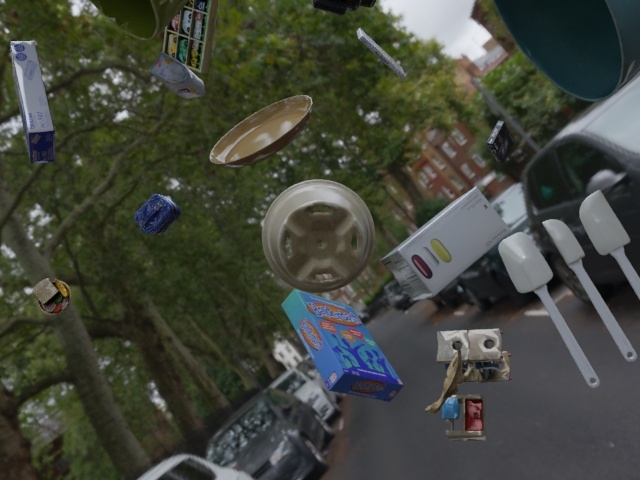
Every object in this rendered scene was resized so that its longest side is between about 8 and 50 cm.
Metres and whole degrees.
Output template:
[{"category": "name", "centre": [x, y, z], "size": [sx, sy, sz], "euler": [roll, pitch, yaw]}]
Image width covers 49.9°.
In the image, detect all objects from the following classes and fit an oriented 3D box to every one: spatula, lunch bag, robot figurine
[{"category": "spatula", "centre": [0.377, 0.073, 0.967], "size": [0.168, 0.242, 0.019], "euler": [-28, -6, 4]}, {"category": "lunch bag", "centre": [-0.254, -0.291, 1.240], "size": [0.053, 0.083, 0.071], "euler": [-59, -22, 0]}, {"category": "robot figurine", "centre": [0.051, -0.821, 2.155], "size": [0.209, 0.278, 0.174], "euler": [-93, 17, -56]}, {"category": "lunch bag", "centre": [-0.387, -0.059, 1.615], "size": [0.098, 0.067, 0.065], "euler": [-46, -14, 8]}]

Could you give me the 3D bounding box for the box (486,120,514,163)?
[{"category": "box", "centre": [0.434, -0.236, 1.657], "size": [0.083, 0.018, 0.067], "euler": [44, -109, -45]}]

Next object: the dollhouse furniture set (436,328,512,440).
[{"category": "dollhouse furniture set", "centre": [0.308, 0.288, 1.366], "size": [0.128, 0.184, 0.129], "euler": [-6, -33, 21]}]

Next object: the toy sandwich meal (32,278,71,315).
[{"category": "toy sandwich meal", "centre": [-0.578, 0.119, 1.483], "size": [0.085, 0.085, 0.029], "euler": [-40, -17, -8]}]

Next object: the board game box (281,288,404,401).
[{"category": "board game box", "centre": [0.037, 0.186, 1.232], "size": [0.160, 0.210, 0.047], "euler": [21, -66, -42]}]

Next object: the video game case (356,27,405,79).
[{"category": "video game case", "centre": [0.123, -0.380, 1.401], "size": [0.011, 0.122, 0.087], "euler": [-45, 18, 20]}]

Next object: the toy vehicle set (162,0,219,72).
[{"category": "toy vehicle set", "centre": [-0.394, -0.663, 2.093], "size": [0.035, 0.165, 0.267], "euler": [-26, -46, -56]}]

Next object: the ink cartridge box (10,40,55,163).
[{"category": "ink cartridge box", "centre": [-0.530, -0.255, 1.267], "size": [0.046, 0.207, 0.097], "euler": [-10, -25, -25]}]

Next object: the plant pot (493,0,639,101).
[{"category": "plant pot", "centre": [0.390, -0.368, 0.946], "size": [0.195, 0.290, 0.290], "euler": [-35, -7, 0]}]

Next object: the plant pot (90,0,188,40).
[{"category": "plant pot", "centre": [-0.269, -0.543, 1.172], "size": [0.293, 0.274, 0.275], "euler": [-47, -5, -19]}]

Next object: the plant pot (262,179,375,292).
[{"category": "plant pot", "centre": [0.000, 0.000, 1.870], "size": [0.333, 0.334, 0.305], "euler": [-41, 5, 1]}]

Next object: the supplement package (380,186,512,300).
[{"category": "supplement package", "centre": [0.315, 0.015, 1.756], "size": [0.261, 0.145, 0.204], "euler": [-39, -2, -11]}]

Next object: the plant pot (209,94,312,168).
[{"category": "plant pot", "centre": [-0.114, -0.213, 1.380], "size": [0.236, 0.032, 0.236], "euler": [-24, 29, 14]}]

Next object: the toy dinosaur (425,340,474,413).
[{"category": "toy dinosaur", "centre": [0.252, 0.253, 1.286], "size": [0.092, 0.053, 0.183], "euler": [-33, -36, -53]}]
